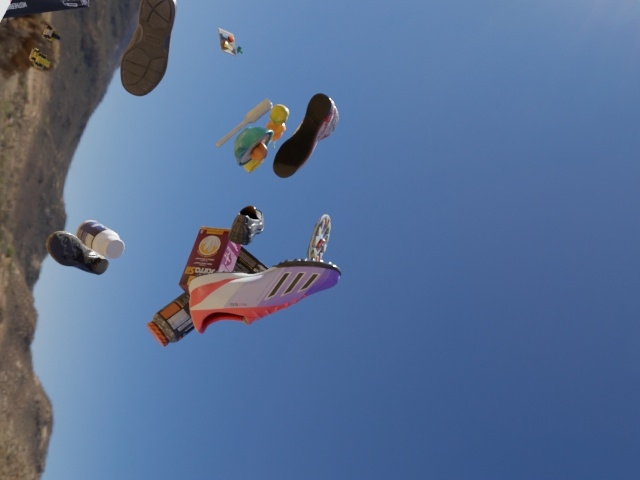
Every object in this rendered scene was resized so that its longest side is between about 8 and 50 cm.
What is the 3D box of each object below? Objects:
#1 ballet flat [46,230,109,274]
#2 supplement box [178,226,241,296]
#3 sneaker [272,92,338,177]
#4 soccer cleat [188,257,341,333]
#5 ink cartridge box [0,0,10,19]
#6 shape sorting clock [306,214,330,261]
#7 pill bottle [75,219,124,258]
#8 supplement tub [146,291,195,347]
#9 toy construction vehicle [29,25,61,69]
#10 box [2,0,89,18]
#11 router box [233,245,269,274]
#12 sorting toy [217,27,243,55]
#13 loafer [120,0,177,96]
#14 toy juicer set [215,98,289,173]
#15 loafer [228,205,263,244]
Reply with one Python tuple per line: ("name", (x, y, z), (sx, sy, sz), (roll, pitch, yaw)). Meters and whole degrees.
("ballet flat", (-0.673, 0.035, 1.382), (0.058, 0.250, 0.084), (26, -102, 17))
("supplement box", (-0.301, 0.062, 1.388), (0.104, 0.081, 0.188), (4, -121, 17))
("sneaker", (-0.035, -0.297, 1.496), (0.090, 0.145, 0.270), (32, -83, 12))
("soccer cleat", (-0.110, 0.116, 1.036), (0.108, 0.318, 0.116), (87, -6, -62))
("ink cartridge box", (-0.497, -0.416, 0.547), (0.384, 0.160, 0.279), (122, -13, -74))
("shape sorting clock", (0.000, 0.000, 1.957), (0.040, 0.206, 0.206), (20, -76, 15))
("pill bottle", (-0.739, 0.000, 1.693), (0.169, 0.094, 0.094), (24, -75, 32))
("supplement tub", (-0.449, 0.246, 1.605), (0.117, 0.190, 0.117), (38, -29, 26))
("toy construction vehicle", (-0.561, -0.391, 1.030), (0.098, 0.035, 0.086), (24, -88, 48))
("box", (-0.628, -0.473, 0.912), (0.242, 0.307, 0.076), (37, -40, 32))
("router box", (-0.249, 0.096, 1.529), (0.179, 0.133, 0.046), (38, -14, 14))
("sorting toy", (-0.223, -0.494, 1.260), (0.012, 0.083, 0.062), (-12, -92, 30))
("loafer", (-0.420, -0.501, 1.261), (0.302, 0.109, 0.095), (-52, -156, 40))
("toy juicer set", (-0.158, -0.284, 1.377), (0.209, 0.089, 0.329), (-45, 179, 2))
("loafer", (-0.150, -0.045, 1.077), (0.170, 0.062, 0.061), (-85, -168, -70))
